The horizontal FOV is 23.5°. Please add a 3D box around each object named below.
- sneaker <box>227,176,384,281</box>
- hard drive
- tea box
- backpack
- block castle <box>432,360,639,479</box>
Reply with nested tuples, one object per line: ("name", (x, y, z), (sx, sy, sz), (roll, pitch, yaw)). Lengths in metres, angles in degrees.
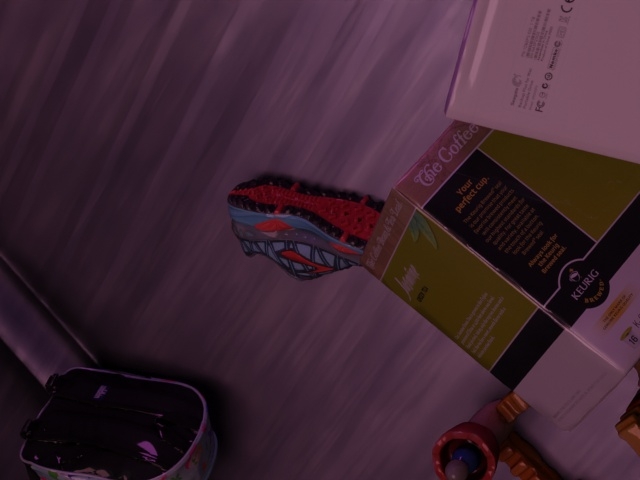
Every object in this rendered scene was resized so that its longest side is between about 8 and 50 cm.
("sneaker", (0.000, 0.000, 2.077), (0.261, 0.104, 0.125), (18, 131, 24))
("hard drive", (0.305, -0.193, 1.622), (0.307, 0.040, 0.203), (13, 110, -4))
("tea box", (0.279, -0.024, 1.755), (0.323, 0.329, 0.220), (41, 156, 9))
("backpack", (-0.279, 0.307, 2.228), (0.253, 0.225, 0.191), (2, 130, 20))
("block castle", (0.391, 0.337, 1.921), (0.453, 0.213, 0.303), (48, 120, 4))
